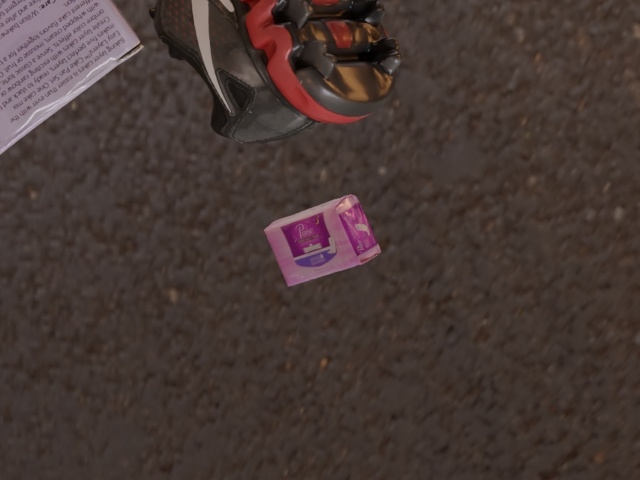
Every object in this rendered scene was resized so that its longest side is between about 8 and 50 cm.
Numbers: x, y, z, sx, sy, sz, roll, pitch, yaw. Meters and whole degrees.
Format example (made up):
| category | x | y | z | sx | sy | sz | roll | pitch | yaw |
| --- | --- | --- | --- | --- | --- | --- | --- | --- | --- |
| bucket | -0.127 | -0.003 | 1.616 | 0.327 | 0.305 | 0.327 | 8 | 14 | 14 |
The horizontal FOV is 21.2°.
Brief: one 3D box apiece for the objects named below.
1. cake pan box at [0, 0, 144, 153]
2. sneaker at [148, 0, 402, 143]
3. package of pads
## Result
| category | x | y | z | sx | sy | sz | roll | pitch | yaw |
| --- | --- | --- | --- | --- | --- | --- | --- | --- | --- |
| cake pan box | -0.262 | -0.116 | 0.837 | 0.267 | 0.070 | 0.245 | -39 | 100 | -8 |
| sneaker | -0.053 | -0.179 | 1.017 | 0.098 | 0.135 | 0.276 | -5 | 71 | -45 |
| package of pads | 0.000 | 0.000 | 1.262 | 0.032 | 0.083 | 0.050 | -31 | 99 | -45 |
